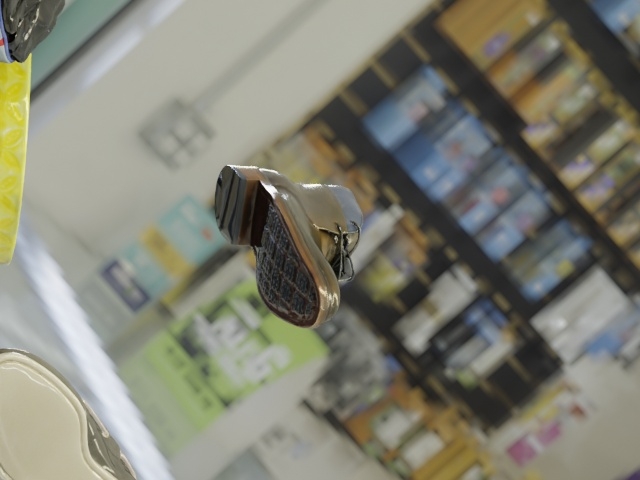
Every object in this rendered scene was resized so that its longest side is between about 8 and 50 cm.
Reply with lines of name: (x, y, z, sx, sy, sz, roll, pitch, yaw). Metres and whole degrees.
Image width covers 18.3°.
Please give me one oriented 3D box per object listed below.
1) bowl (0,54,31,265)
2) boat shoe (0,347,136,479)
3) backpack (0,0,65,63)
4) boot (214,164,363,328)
bowl: (-0.412, -0.121, 2.195, 0.156, 0.289, 0.289, 5, 20, -14)
boat shoe: (-0.273, 0.219, 2.058, 0.095, 0.112, 0.335, 46, -9, 52)
backpack: (-0.362, -0.311, 1.983, 0.276, 0.213, 0.263, 82, 0, -65)
boot: (0.000, 0.000, 1.523, 0.106, 0.082, 0.219, 1, 27, -23)
